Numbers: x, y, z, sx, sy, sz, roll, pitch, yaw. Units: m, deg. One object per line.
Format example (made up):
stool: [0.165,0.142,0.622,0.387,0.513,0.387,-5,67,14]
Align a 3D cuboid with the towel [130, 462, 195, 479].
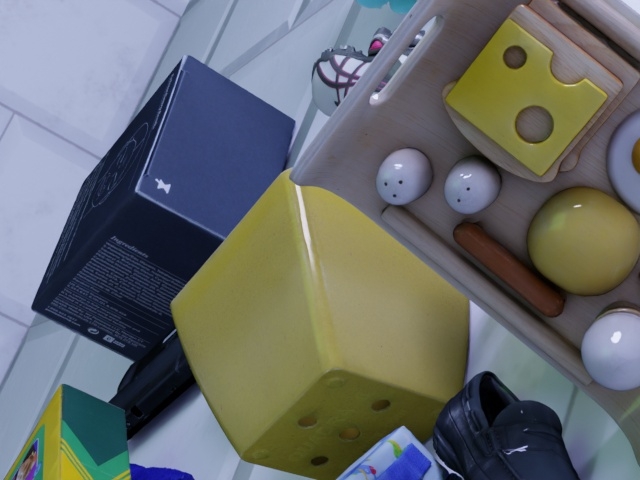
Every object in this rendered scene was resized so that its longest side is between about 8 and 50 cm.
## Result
towel: [-0.267,0.390,1.443,0.308,0.076,0.228,-17,48,62]

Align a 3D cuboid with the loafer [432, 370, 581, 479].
loafer: [0.139,0.151,0.798,0.078,0.076,0.223,-67,16,6]

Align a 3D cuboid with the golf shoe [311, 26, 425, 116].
golf shoe: [0.053,-0.183,1.424,0.273,0.105,0.120,-14,57,64]

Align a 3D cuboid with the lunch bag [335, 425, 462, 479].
lunch bag: [0.011,0.236,0.847,0.176,0.090,0.219,-51,-12,22]

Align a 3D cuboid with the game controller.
game controller: [-0.221,0.185,1.658,0.319,0.067,0.166,-41,13,41]

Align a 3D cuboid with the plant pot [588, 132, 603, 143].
plant pot: [0.172,-0.066,0.877,0.201,0.201,0.180,-86,17,-50]

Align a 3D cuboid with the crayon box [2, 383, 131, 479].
crayon box: [-0.363,0.404,1.397,0.363,0.106,0.313,-59,19,8]

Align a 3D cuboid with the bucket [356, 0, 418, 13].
bucket: [0.087,-0.454,1.474,0.183,0.281,0.281,-59,18,-22]

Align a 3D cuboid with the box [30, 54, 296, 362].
box: [-0.248,-0.039,1.782,0.395,0.212,0.294,-40,28,45]

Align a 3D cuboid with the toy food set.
toy food set: [0.159,-0.027,0.709,0.220,0.306,0.092,-52,-5,21]

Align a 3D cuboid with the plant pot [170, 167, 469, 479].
plant pot: [0.011,0.099,1.018,0.212,0.212,0.187,-47,38,32]
